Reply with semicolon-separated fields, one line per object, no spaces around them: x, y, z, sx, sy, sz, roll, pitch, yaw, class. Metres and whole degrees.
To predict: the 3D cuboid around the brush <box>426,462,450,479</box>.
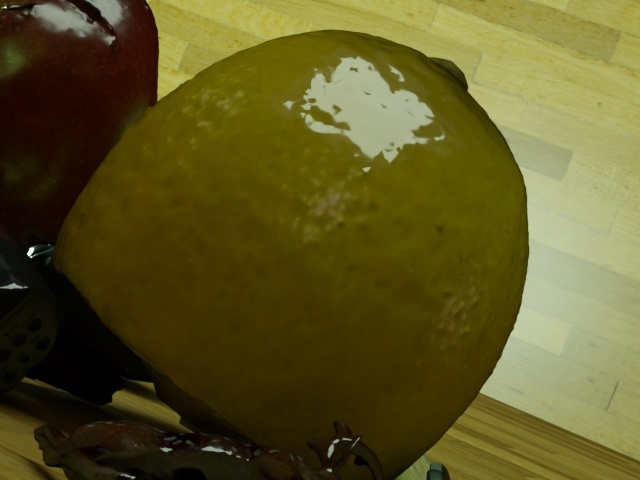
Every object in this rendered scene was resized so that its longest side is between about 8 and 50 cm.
0.069;0.206;1.511;0.060;0.068;0.297;-3;-3;4;brush

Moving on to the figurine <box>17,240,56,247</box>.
-0.245;0.012;2.216;0.281;0.167;0.370;7;3;12;figurine

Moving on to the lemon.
0.000;0.000;1.497;0.364;0.364;0.364;22;1;0;lemon

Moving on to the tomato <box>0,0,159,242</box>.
-0.282;-0.121;1.788;0.303;0.239;0.303;-2;16;1;tomato

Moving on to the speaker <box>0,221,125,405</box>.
-0.294;0.027;1.519;0.329;0.198;0.259;47;-24;40;speaker

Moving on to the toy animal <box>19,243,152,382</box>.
-0.242;0.048;1.855;0.343;0.106;0.168;15;5;22;toy animal

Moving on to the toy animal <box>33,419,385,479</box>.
-0.048;0.144;1.206;0.243;0.087;0.260;23;3;-12;toy animal

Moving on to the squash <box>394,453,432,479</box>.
0.042;0.138;1.744;0.204;0.155;0.237;20;-1;11;squash
